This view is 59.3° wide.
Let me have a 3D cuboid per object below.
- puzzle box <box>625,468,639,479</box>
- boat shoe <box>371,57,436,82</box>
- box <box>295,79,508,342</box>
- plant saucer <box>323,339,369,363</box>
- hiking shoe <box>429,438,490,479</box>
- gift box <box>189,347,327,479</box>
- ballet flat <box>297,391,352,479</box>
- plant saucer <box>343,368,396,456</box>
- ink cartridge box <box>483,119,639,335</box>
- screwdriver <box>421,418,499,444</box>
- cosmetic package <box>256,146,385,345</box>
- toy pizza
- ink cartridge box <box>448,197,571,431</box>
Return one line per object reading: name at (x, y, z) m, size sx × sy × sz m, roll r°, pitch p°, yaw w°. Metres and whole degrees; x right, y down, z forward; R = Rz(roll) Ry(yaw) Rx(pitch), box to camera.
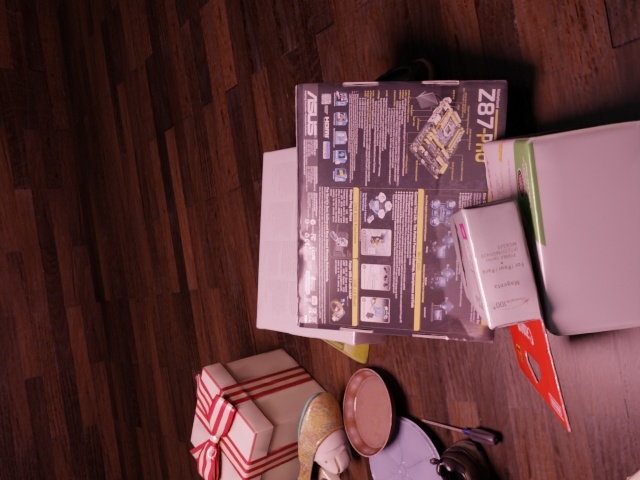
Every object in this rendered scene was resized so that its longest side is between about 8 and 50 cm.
puzzle box at (0.547, 0.341, 0.551) m, size 0.272 × 0.052 × 0.409 m, roll -53°, pitch 55°, yaw 18°
boat shoe at (0.107, -0.255, 1.014) m, size 0.223 × 0.073 × 0.080 m, roll -29°, pitch 74°, yaw 47°
box at (0.121, -0.048, 0.890) m, size 0.318 × 0.097 × 0.395 m, roll 2°, pitch 100°, yaw 14°
plant saucer at (0.029, 0.146, 1.192) m, size 0.188 × 0.045 × 0.189 m, roll 23°, pitch 113°, yaw 45°
hiking shoe at (0.255, 0.453, 0.922) m, size 0.086 × 0.114 × 0.227 m, roll -50°, pitch 59°, yaw 42°
gift box at (-0.162, 0.419, 1.296) m, size 0.276 × 0.258 × 0.255 m, roll 29°, pitch 117°, yaw 42°
ballet flat at (0.012, 0.485, 1.216) m, size 0.123 × 0.123 × 0.349 m, roll 34°, pitch 126°, yaw 41°
plant saucer at (0.101, 0.343, 1.124) m, size 0.168 × 0.029 × 0.169 m, roll -26°, pitch 59°, yaw 56°
ink cartridge box at (0.284, -0.030, 0.673) m, size 0.117 × 0.278 × 0.202 m, roll -9°, pitch 98°, yaw 9°
screwdriver at (0.245, 0.334, 0.997) m, size 0.170 × 0.025 × 0.024 m, roll -6°, pitch 92°, yaw 58°
cosmetic package at (0.000, 0.000, 1.116) m, size 0.284 × 0.097 × 0.378 m, roll 0°, pitch 87°, yaw 48°
toy pizza at (0.169, 0.438, 1.082) m, size 0.201 × 0.032 × 0.202 m, roll 5°, pitch 96°, yaw 53°
ink cartridge box at (0.216, 0.076, 0.688) m, size 0.060 × 0.275 × 0.239 m, roll -12°, pitch 89°, yaw 10°
